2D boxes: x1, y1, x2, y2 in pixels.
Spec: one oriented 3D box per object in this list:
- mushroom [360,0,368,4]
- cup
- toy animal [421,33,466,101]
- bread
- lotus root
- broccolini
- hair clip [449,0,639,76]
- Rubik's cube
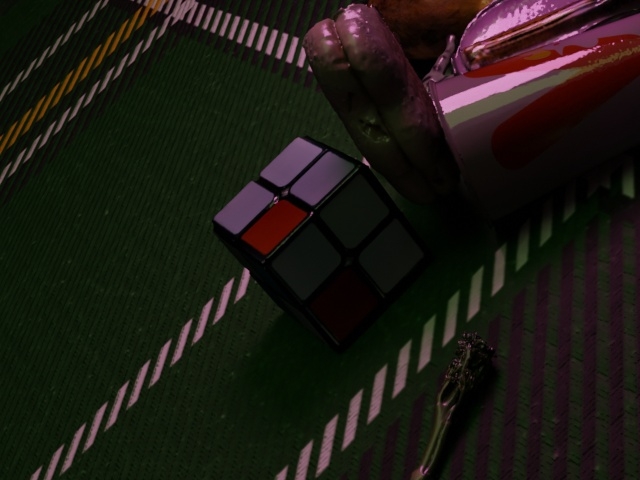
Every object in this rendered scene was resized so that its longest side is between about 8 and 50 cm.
[{"bbox_3d":[0.127,-0.438,2.058,0.212,0.088,0.097,13,78,44],"label":"mushroom"},{"bbox_3d":[0.294,-0.160,1.479,0.288,0.203,0.203,-22,35,12],"label":"cup"},{"bbox_3d":[0.184,-0.214,1.735,0.255,0.090,0.170,-20,44,32],"label":"toy animal"},{"bbox_3d":[0.091,-0.142,1.513,0.102,0.337,0.183,-26,63,13],"label":"bread"},{"bbox_3d":[0.176,-0.353,1.854,0.314,0.141,0.169,7,51,48],"label":"lotus root"},{"bbox_3d":[0.124,0.206,1.324,0.054,0.051,0.239,8,61,42],"label":"broccolini"},{"bbox_3d":[0.334,-0.308,1.634,0.358,0.110,0.095,-24,7,10],"label":"hair clip"},{"bbox_3d":[0.000,0.000,1.562,0.180,0.183,0.167,-43,32,-10],"label":"Rubik's cube"}]
